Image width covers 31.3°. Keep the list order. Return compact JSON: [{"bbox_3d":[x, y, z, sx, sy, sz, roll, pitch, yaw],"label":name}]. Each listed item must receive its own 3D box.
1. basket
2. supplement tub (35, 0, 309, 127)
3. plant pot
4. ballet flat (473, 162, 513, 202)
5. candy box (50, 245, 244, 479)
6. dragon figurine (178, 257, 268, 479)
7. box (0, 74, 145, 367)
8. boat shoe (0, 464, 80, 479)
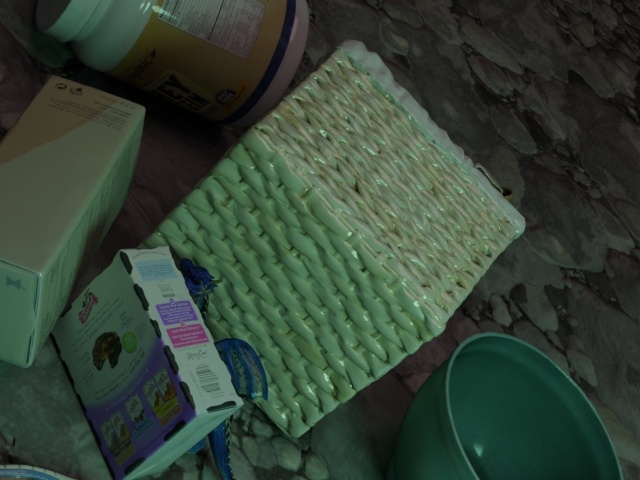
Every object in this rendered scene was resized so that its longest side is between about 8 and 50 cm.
[{"bbox_3d":[0.000,0.000,1.386,0.331,0.328,0.266,47,39,-1],"label":"basket"},{"bbox_3d":[-0.199,-0.307,1.548,0.316,0.228,0.228,22,44,-30],"label":"supplement tub"},{"bbox_3d":[0.207,0.290,1.432,0.293,0.196,0.293,26,41,-25],"label":"plant pot"},{"bbox_3d":[0.228,-0.116,1.925,0.232,0.073,0.080,30,29,-23],"label":"ballet flat"},{"bbox_3d":[-0.189,0.130,1.211,0.070,0.165,0.196,-6,62,-48],"label":"candy box"},{"bbox_3d":[-0.119,0.162,1.269,0.085,0.144,0.289,-14,67,-49],"label":"dragon figurine"},{"bbox_3d":[-0.303,-0.029,1.239,0.121,0.148,0.311,19,39,0],"label":"box"},{"bbox_3d":[-0.266,0.262,1.097,0.183,0.066,0.066,17,47,-34],"label":"boat shoe"}]
